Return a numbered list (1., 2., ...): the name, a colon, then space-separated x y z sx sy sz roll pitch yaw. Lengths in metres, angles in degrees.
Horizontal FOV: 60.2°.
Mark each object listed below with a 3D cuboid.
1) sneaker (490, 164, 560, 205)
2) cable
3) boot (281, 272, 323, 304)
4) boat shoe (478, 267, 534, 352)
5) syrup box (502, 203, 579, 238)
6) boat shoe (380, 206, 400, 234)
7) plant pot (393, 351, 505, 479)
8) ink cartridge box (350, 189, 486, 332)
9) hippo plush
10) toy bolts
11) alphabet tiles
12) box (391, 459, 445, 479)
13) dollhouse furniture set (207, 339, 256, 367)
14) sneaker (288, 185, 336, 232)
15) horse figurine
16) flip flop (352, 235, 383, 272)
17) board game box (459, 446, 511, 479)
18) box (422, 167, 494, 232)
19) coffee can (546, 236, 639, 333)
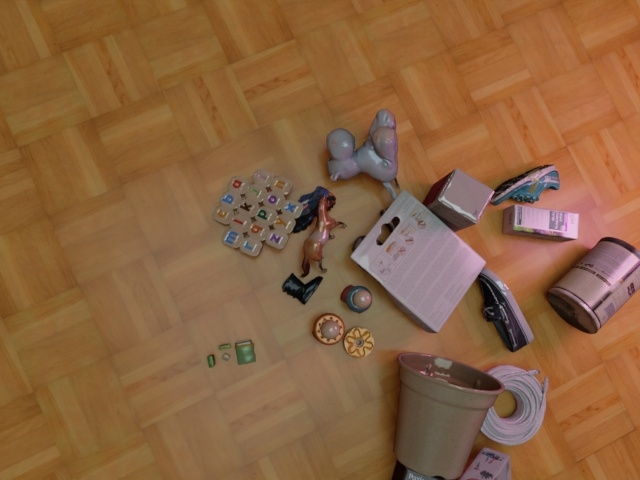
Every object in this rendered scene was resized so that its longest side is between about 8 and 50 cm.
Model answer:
1. sneaker: 0.723 -0.178 1.936 0.275 0.107 0.109 -22 96 -8
2. cable: 0.621 0.546 1.842 0.257 0.089 0.257 8 83 -5
3. boot: -0.062 0.145 1.838 0.099 0.045 0.121 37 79 5
4. boat shoe: 0.604 0.239 1.873 0.102 0.108 0.301 -31 95 -10
5. syrup box: 0.769 -0.059 1.926 0.237 0.096 0.093 8 82 -4
6. boat shoe: 0.268 -0.036 1.883 0.060 0.064 0.178 -26 84 -7
7. plant pot: 0.370 0.550 1.720 0.334 0.334 0.305 12 93 -5
8. ink cartridge box: 0.318 0.070 1.832 0.385 0.091 0.308 41 75 -5
9. hippo plush: 0.139 -0.295 1.860 0.237 0.234 0.294 -3 126 11
10. toy bolts: 0.109 0.261 1.782 0.218 0.158 0.228 32 81 -2
11. alphabet tiles: -0.207 -0.093 1.825 0.278 0.021 0.284 23 81 15
12. box: 0.304 0.818 1.723 0.169 0.167 0.203 17 79 2
13. dollhouse furniture set: -0.285 0.369 1.776 0.152 0.058 0.076 -9 85 -7
14. sneaker: -0.054 -0.102 1.855 0.221 0.083 0.087 -32 52 0
15. horse figurine: 0.000 0.000 1.798 0.066 0.174 0.263 21 79 30
16. flip flop: 0.218 0.082 1.863 0.277 0.080 0.112 30 84 -18
17. board game box: 0.478 0.818 1.674 0.303 0.098 0.223 -29 116 -44
18. box: 0.443 -0.127 1.828 0.149 0.232 0.126 31 81 -2
19. coffee can: 0.940 0.150 1.867 0.275 0.201 0.201 -41 89 -9
